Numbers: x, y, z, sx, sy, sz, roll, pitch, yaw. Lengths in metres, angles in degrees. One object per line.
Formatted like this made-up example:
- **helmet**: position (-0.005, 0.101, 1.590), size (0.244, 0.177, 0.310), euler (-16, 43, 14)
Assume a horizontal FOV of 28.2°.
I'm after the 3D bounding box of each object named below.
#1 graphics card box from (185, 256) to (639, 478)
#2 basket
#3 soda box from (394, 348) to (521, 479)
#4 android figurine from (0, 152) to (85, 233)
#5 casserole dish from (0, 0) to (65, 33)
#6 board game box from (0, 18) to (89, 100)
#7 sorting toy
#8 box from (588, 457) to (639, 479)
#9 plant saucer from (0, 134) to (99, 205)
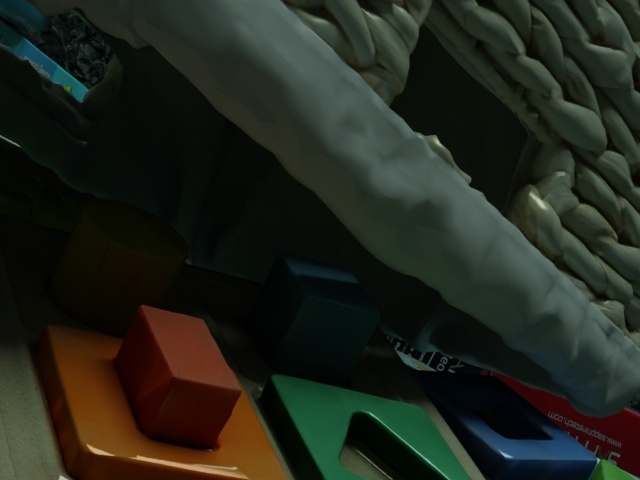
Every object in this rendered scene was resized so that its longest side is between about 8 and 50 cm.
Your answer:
- **graphics card box**: position (0.053, 0.082, 0.957), size (0.232, 0.094, 0.371), euler (26, -1, -42)
- **basket**: position (-0.012, -0.134, 0.562), size (0.331, 0.266, 0.328), euler (17, -15, 45)
- **soda box**: position (0.050, 0.098, 0.608), size (0.058, 0.063, 0.183), euler (27, 0, -20)
- **android figurine**: position (-0.226, -0.049, 0.554), size (0.272, 0.056, 0.248), euler (23, 5, -10)
- **casserole dish**: position (-0.336, -0.246, 1.217), size (0.188, 0.037, 0.114), euler (25, -4, -5)
- **board game box**: position (-0.416, -0.211, 1.336), size (0.253, 0.079, 0.336), euler (24, -3, 9)
- **sorting toy**: position (-0.026, 0.038, 0.401), size (0.347, 0.047, 0.196), euler (16, 17, -30)
- **box**: position (0.251, 0.205, 0.703), size (0.244, 0.060, 0.100), euler (27, 1, -16)
- **plant saucer**: position (-0.293, -0.075, 1.287), size (0.310, 0.050, 0.310), euler (27, 0, 0)
